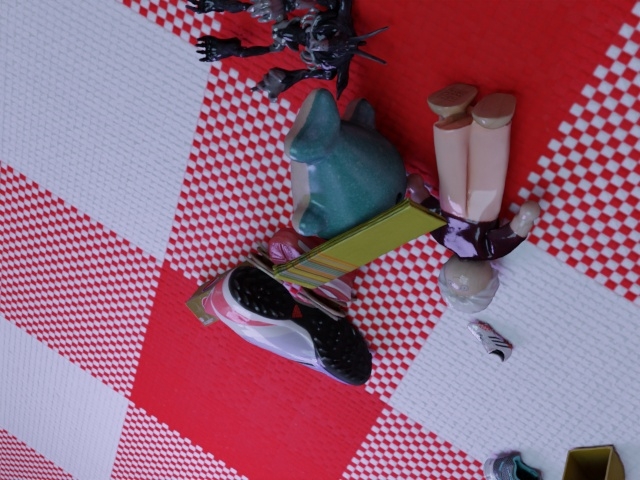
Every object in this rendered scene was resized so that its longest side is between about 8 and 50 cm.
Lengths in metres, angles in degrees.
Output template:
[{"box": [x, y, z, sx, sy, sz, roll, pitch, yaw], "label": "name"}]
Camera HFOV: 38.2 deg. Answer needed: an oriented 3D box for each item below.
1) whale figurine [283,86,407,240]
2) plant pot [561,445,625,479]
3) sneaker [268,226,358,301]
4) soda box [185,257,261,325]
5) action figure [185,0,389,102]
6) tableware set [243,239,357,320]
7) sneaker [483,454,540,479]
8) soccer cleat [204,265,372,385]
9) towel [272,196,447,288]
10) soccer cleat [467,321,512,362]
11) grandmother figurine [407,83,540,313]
[{"box": [0.037, -0.097, 1.267, 0.141, 0.216, 0.272, 21, 164, 21], "label": "whale figurine"}, {"box": [0.452, 0.395, 1.507, 0.082, 0.081, 0.083, -17, 124, 41], "label": "plant pot"}, {"box": [0.000, 0.000, 1.430, 0.087, 0.128, 0.221, 11, 161, 27], "label": "sneaker"}, {"box": [-0.165, 0.093, 1.681, 0.181, 0.058, 0.061, -28, 107, 43], "label": "soda box"}, {"box": [-0.053, -0.271, 1.256, 0.276, 0.141, 0.164, 13, 119, 27], "label": "action figure"}, {"box": [-0.031, 0.062, 1.554, 0.194, 0.128, 0.039, 34, 95, 7], "label": "tableware set"}, {"box": [0.362, 0.438, 1.613, 0.166, 0.065, 0.076, 44, 132, -7], "label": "sneaker"}, {"box": [-0.051, 0.158, 1.593, 0.318, 0.108, 0.116, 34, 140, -20], "label": "soccer cleat"}, {"box": [0.052, 0.008, 1.287, 0.237, 0.102, 0.021, -27, 63, 28], "label": "towel"}, {"box": [0.267, 0.161, 1.467, 0.083, 0.035, 0.029, 37, 136, 2], "label": "soccer cleat"}, {"box": [0.204, -0.044, 1.298, 0.208, 0.104, 0.342, 29, 138, 42], "label": "grandmother figurine"}]
